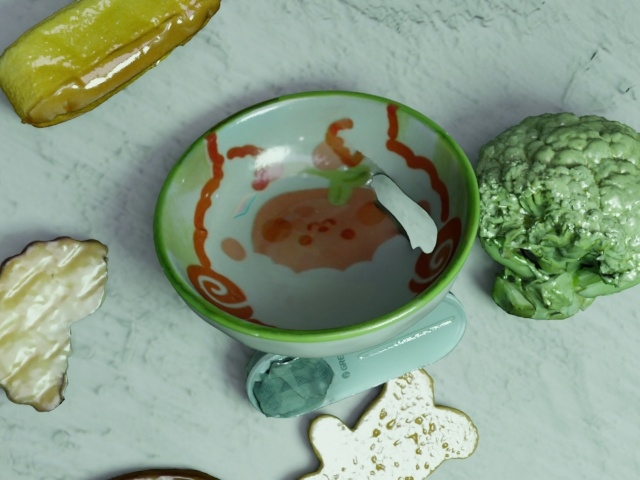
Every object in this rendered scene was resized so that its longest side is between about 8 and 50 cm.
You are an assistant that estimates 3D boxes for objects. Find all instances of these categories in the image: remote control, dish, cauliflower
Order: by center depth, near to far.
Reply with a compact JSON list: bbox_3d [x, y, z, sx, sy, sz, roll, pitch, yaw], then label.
[{"bbox_3d":[0.000,0.000,1.109,0.324,0.124,0.324,-3,51,4],"label":"dish"},{"bbox_3d":[0.036,0.115,1.147,0.247,0.052,0.104,-21,130,-5],"label":"remote control"},{"bbox_3d":[0.279,-0.007,1.174,0.275,0.272,0.250,30,111,3],"label":"cauliflower"}]

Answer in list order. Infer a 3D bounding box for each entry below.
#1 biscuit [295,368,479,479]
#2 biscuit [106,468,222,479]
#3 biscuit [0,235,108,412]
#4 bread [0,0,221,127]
[{"bbox_3d":[0.054,0.245,1.185,0.240,0.035,0.158,-39,93,-13],"label":"biscuit"},{"bbox_3d":[-0.171,0.395,1.118,0.317,0.040,0.318,1,88,-15],"label":"biscuit"},{"bbox_3d":[-0.288,0.074,1.097,0.118,0.061,0.183,23,79,-10],"label":"biscuit"},{"bbox_3d":[-0.215,-0.203,1.113,0.245,0.102,0.094,-36,89,-15],"label":"bread"}]
